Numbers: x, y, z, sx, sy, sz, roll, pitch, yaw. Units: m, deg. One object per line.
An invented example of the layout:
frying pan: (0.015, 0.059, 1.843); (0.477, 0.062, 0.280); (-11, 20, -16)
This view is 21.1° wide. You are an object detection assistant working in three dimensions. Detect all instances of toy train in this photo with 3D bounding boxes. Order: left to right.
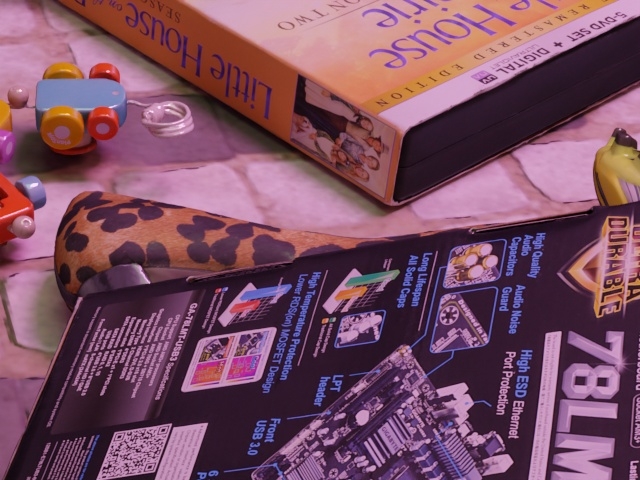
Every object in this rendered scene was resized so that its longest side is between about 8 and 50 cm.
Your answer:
toy train: (-0.158, -0.043, 0.972); (0.166, 0.046, 0.125); (-29, 50, -36)

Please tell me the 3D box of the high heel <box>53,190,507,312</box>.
high heel: (0.000, 0.000, 0.889); (0.261, 0.093, 0.186); (-21, 50, -21)

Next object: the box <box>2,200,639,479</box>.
box: (0.010, 0.114, 0.627); (0.293, 0.073, 0.295); (-10, 37, 21)

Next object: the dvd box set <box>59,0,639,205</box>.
dvd box set: (0.001, -0.189, 1.189); (0.307, 0.062, 0.420); (-27, 47, -38)

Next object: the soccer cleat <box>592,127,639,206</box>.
soccer cleat: (0.189, 0.018, 0.905); (0.093, 0.121, 0.289); (12, 14, -4)
